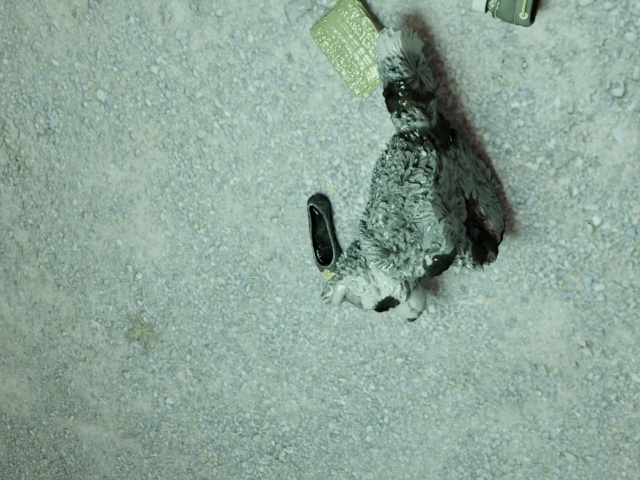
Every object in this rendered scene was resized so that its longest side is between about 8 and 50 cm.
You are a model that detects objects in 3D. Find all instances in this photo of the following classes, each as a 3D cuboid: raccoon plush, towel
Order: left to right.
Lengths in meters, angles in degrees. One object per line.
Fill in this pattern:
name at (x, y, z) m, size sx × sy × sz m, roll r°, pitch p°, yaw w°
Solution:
towel at (0.058, -0.313, 1.210) m, size 0.110 × 0.027 × 0.148 m, roll -37°, pitch 94°, yaw 34°
raccoon plush at (0.111, -0.086, 1.235) m, size 0.299 × 0.216 × 0.446 m, roll -17°, pitch 81°, yaw 42°

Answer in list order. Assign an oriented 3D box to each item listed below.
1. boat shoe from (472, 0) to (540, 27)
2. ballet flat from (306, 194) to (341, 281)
boat shoe at (0.300, -0.434, 0.993) m, size 0.091 × 0.109 × 0.304 m, roll 28°, pitch 127°, yaw 12°
ballet flat at (0.000, 0.000, 1.366) m, size 0.058 × 0.049 × 0.173 m, roll -2°, pitch 111°, yaw 28°
